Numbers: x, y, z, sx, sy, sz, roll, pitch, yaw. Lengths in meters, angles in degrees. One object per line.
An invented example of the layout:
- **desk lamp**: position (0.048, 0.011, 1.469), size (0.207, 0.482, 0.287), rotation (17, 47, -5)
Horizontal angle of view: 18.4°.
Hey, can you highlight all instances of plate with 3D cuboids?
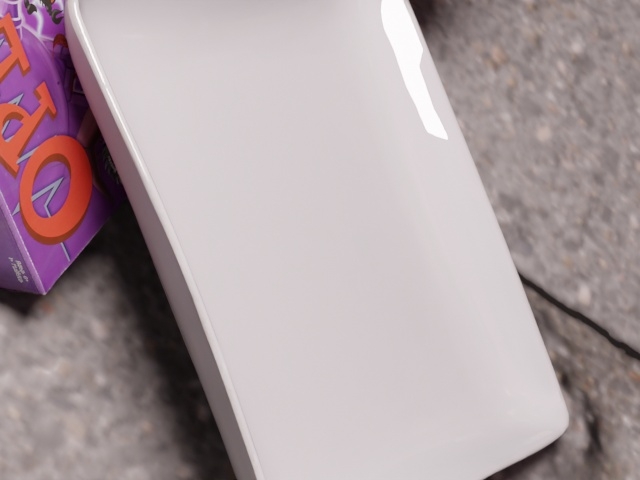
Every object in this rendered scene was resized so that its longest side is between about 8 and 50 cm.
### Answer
- **plate**: position (0.000, 0.000, 0.939), size (0.277, 0.045, 0.278), rotation (-19, 87, -57)

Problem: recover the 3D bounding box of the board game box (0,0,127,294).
- **board game box**: position (-0.135, -0.173, 0.841), size (0.208, 0.056, 0.347), rotation (-51, 137, -36)
